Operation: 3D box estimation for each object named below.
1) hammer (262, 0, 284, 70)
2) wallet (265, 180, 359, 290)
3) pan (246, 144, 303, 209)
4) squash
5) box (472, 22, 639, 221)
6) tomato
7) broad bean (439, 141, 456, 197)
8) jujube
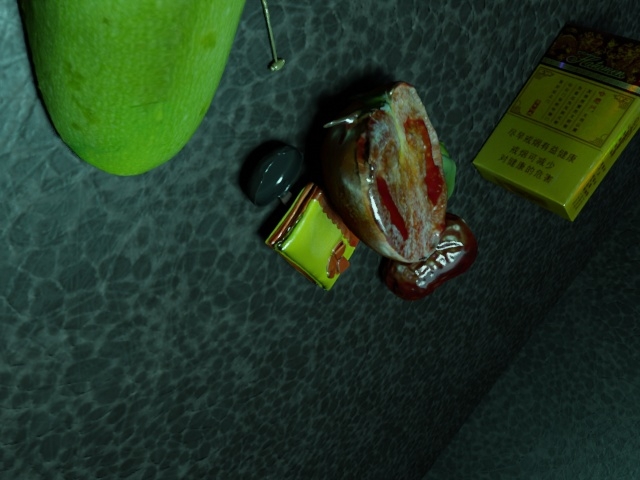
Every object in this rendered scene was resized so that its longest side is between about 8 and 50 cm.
[{"bbox_3d":[-0.071,-0.299,0.823,0.029,0.014,0.123,-43,142,-30],"label":"hammer"},{"bbox_3d":[0.000,0.000,1.073,0.141,0.067,0.241,-55,152,-6],"label":"wallet"},{"bbox_3d":[-0.065,-0.089,0.978,0.115,0.040,0.212,-48,158,-8],"label":"pan"},{"bbox_3d":[-0.213,-0.231,0.681,0.233,0.210,0.309,-24,162,-37],"label":"squash"},{"bbox_3d":[0.589,-0.285,1.363,0.415,0.264,0.115,-56,142,2],"label":"box"},{"bbox_3d":[0.091,-0.108,0.993,0.309,0.170,0.309,7,82,-52],"label":"tomato"},{"bbox_3d":[0.215,-0.122,1.224,0.169,0.100,0.228,-24,147,-24],"label":"broad bean"},{"bbox_3d":[0.252,0.039,1.340,0.230,0.155,0.155,-37,141,-15],"label":"jujube"}]
